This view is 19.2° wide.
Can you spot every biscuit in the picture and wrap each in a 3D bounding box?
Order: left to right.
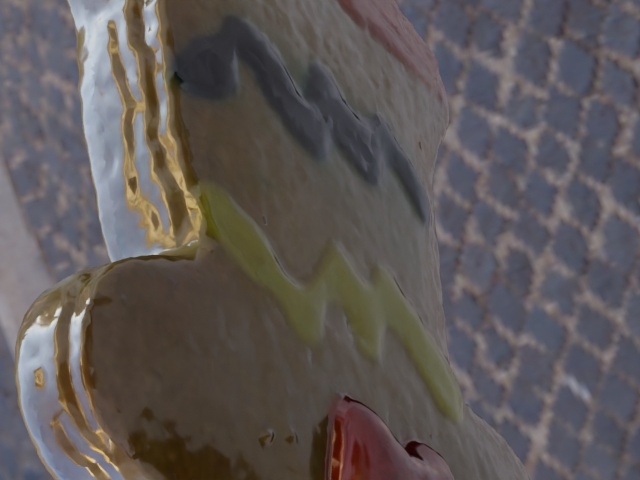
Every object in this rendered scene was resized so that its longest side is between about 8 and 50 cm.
[{"bbox_3d":[0.000,0.000,0.880,0.076,0.368,0.394,-23,56,26],"label":"biscuit"}]
